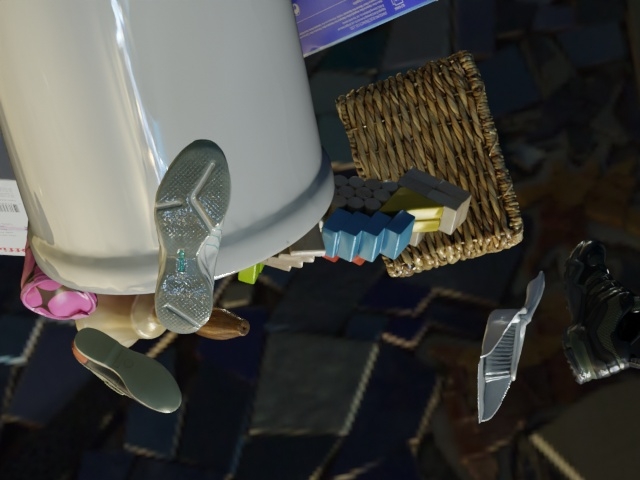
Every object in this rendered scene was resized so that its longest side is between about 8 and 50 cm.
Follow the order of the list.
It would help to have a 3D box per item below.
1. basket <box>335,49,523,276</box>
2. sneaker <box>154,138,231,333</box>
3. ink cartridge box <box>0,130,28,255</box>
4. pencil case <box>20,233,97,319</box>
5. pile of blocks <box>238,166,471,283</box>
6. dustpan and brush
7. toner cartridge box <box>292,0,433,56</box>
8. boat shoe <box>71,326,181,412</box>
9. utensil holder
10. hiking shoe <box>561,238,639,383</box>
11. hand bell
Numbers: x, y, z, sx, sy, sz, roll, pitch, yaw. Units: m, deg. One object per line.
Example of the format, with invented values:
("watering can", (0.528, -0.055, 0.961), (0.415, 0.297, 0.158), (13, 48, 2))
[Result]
("basket", (0.186, -0.113, 1.972), (0.213, 0.223, 0.299), (-7, 79, -73))
("sneaker", (-0.098, -0.009, 0.961), (0.061, 0.053, 0.152), (-94, -166, -62))
("ink cartridge box", (-0.542, -0.119, 2.076), (0.270, 0.198, 0.197), (95, -2, -64))
("pencil case", (-0.292, 0.001, 1.516), (0.209, 0.095, 0.098), (-89, 156, -44))
("pile of blocks", (0.000, 0.000, 1.540), (0.149, 0.362, 0.113), (-100, -167, -45))
("dustpan and brush", (0.250, 0.118, 1.677), (0.147, 0.060, 0.211), (82, 20, -48))
("toner cartridge box", (0.059, -0.295, 1.564), (0.165, 0.348, 0.075), (-29, 100, -38))
("boat shoe", (-0.211, 0.144, 1.405), (0.049, 0.137, 0.043), (-56, 178, -31))
("utensil holder", (-0.180, -0.194, 1.283), (0.327, 0.327, 0.385), (-85, 165, -62))
("hiking shoe", (0.381, 0.089, 1.697), (0.086, 0.114, 0.227), (61, 29, -43))
("hand bell", (-0.179, 0.095, 1.595), (0.126, 0.242, 0.126), (-9, 102, -47))
